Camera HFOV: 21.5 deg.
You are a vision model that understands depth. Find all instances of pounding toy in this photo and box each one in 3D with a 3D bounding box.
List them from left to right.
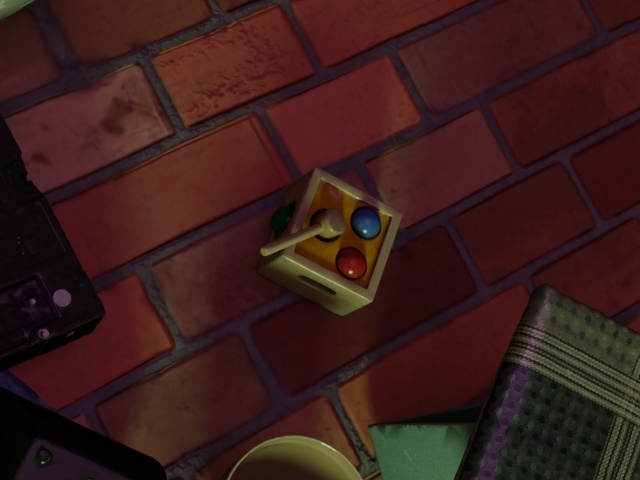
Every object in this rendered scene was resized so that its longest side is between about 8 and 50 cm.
[{"bbox_3d":[0.000,0.000,1.757,0.141,0.100,0.130,28,64,-16],"label":"pounding toy"}]

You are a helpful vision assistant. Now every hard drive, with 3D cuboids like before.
[{"bbox_3d":[-0.400,0.039,1.555,0.339,0.064,0.237,-24,78,-30],"label":"hard drive"}]

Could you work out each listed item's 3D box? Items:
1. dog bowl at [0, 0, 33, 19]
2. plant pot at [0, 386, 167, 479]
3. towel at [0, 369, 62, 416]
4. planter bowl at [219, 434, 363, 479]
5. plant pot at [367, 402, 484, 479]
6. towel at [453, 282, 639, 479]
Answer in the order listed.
[{"bbox_3d":[-0.379,-0.354,1.608,0.349,0.102,0.348,32,38,-29],"label":"dog bowl"},{"bbox_3d":[-0.242,0.253,1.506,0.187,0.167,0.188,28,79,-16],"label":"plant pot"},{"bbox_3d":[-0.288,0.175,1.606,0.119,0.029,0.067,44,61,-9],"label":"towel"},{"bbox_3d":[-0.044,0.279,1.648,0.162,0.109,0.162,8,71,-24],"label":"planter bowl"},{"bbox_3d":[0.228,0.288,1.710,0.248,0.247,0.252,-8,87,-28],"label":"plant pot"},{"bbox_3d":[0.268,0.242,1.586,0.324,0.056,0.312,29,73,-22],"label":"towel"}]
